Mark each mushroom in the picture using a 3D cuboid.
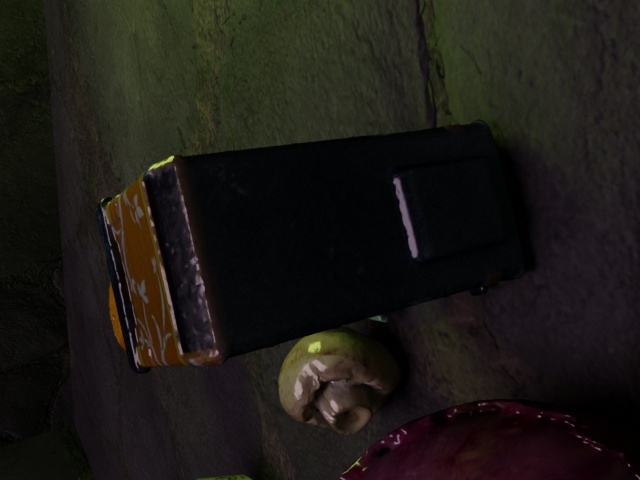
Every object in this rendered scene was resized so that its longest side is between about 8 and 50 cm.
[{"bbox_3d":[0.022,0.164,0.809,0.112,0.148,0.148,-113,27,-52],"label":"mushroom"}]

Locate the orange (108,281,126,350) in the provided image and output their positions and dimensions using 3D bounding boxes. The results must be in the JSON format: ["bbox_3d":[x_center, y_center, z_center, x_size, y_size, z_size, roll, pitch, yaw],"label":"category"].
[{"bbox_3d":[-0.289,0.117,1.271,0.219,0.193,0.219,-172,90,-74],"label":"orange"}]

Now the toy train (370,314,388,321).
[{"bbox_3d":[0.021,0.057,0.826,0.149,0.081,0.099,167,118,-70],"label":"toy train"}]

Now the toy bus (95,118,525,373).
[{"bbox_3d":[0.000,0.000,0.593,0.194,0.324,0.161,-20,83,59],"label":"toy bus"}]

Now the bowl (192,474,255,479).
[{"bbox_3d":[-0.130,0.511,1.201,0.238,0.126,0.237,28,123,53],"label":"bowl"}]

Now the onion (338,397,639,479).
[{"bbox_3d":[0.136,0.299,0.503,0.358,0.358,0.345,53,-176,37],"label":"onion"}]
